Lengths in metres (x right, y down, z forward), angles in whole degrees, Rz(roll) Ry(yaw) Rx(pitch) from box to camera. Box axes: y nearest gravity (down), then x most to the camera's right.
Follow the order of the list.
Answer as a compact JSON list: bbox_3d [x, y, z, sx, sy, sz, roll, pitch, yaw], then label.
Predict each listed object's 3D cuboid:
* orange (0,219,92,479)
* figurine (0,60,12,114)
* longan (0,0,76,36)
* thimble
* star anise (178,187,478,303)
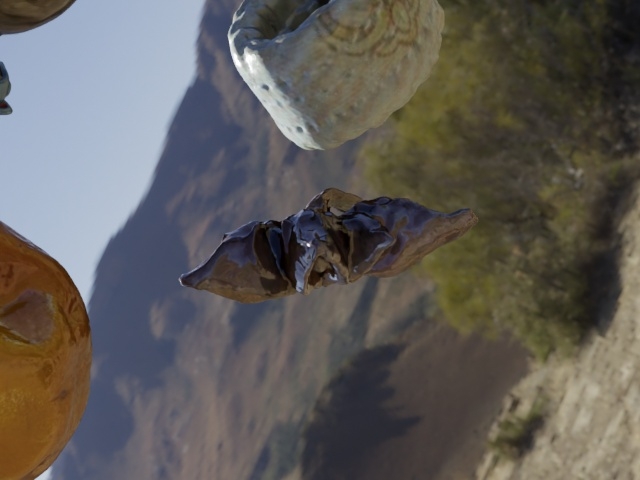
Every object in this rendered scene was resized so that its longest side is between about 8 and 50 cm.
[{"bbox_3d":[-0.321,0.100,0.998,0.183,0.249,0.249,17,-81,-58],"label":"orange"},{"bbox_3d":[-0.460,-0.206,1.469,0.178,0.114,0.144,-15,-56,-37],"label":"figurine"},{"bbox_3d":[-0.355,-0.356,1.318,0.300,0.243,0.300,-59,4,7],"label":"longan"},{"bbox_3d":[0.026,-0.284,1.686,0.292,0.195,0.291,-27,33,19],"label":"thimble"},{"bbox_3d":[0.001,0.002,1.332,0.292,0.350,0.108,2,101,51],"label":"star anise"}]
